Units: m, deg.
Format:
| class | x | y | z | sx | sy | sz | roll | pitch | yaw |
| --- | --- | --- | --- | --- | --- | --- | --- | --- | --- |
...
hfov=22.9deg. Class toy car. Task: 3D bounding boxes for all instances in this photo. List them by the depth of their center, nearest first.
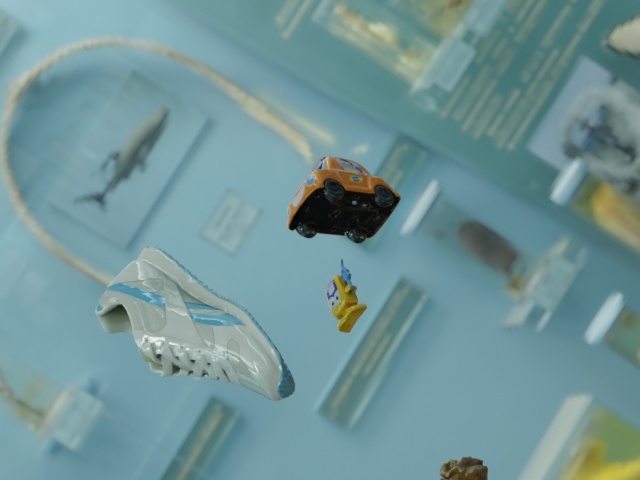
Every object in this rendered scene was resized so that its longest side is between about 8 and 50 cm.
| class | x | y | z | sx | sy | sz | roll | pitch | yaw |
| --- | --- | --- | --- | --- | --- | --- | --- | --- | --- |
| toy car | 0.000 | 0.000 | 0.833 | 0.122 | 0.060 | 0.040 | 108 | 148 | -48 |

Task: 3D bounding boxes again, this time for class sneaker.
| class | x | y | z | sx | sy | sz | roll | pitch | yaw |
| --- | --- | --- | --- | --- | --- | --- | --- | --- | --- |
| sneaker | -0.117 | 0.097 | 1.504 | 0.092 | 0.228 | 0.087 | -45 | -37 | -19 |

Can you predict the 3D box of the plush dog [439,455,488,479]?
| class | x | y | z | sx | sy | sz | roll | pitch | yaw |
| --- | --- | --- | --- | --- | --- | --- | --- | --- | --- |
| plush dog | 0.044 | 0.257 | 0.846 | 0.225 | 0.262 | 0.211 | -60 | -14 | -59 |
